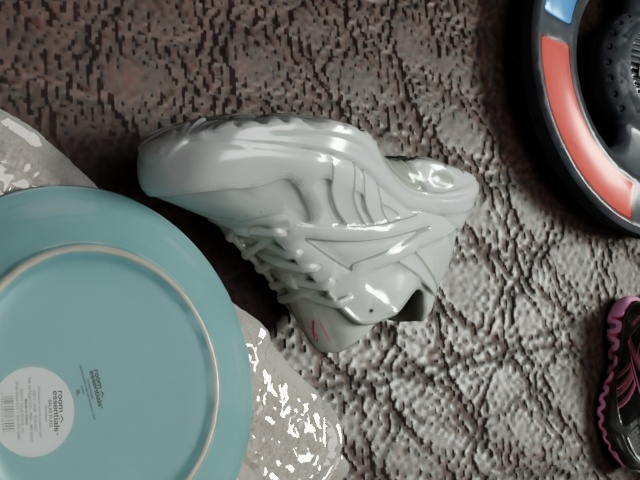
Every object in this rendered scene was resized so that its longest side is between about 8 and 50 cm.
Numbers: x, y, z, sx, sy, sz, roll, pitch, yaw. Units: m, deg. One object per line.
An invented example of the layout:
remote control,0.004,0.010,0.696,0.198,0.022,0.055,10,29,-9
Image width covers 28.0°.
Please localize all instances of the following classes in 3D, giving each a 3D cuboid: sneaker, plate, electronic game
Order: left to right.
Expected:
plate,-0.104,0.066,0.571,0.188,0.024,0.188,7,78,-36
sneaker,0.000,0.000,0.670,0.232,0.090,0.115,12,84,-44
electronic game,0.222,-0.114,0.893,0.229,0.048,0.229,6,79,-37
sneaker,0.220,0.095,0.853,0.047,0.057,0.119,11,78,-37

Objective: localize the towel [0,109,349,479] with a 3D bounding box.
towel,-0.112,0.089,0.606,0.282,0.049,0.187,43,59,-24
